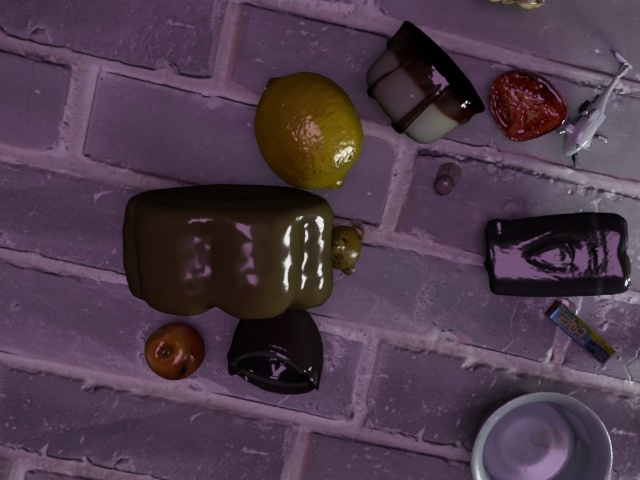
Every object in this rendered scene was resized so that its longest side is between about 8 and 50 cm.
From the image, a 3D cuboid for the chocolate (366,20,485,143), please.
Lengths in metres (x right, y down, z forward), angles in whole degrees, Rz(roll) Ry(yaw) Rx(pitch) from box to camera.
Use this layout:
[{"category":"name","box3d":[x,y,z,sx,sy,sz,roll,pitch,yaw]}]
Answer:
[{"category":"chocolate","box3d":[0.219,-0.343,1.831,0.186,0.283,0.283,-40,98,24]}]

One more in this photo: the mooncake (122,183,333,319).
[{"category":"mooncake","box3d":[-0.201,0.019,1.743,0.466,0.467,0.262,2,99,-3]}]

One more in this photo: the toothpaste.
[{"category":"toothpaste","box3d":[0.663,0.225,2.010,0.193,0.044,0.070,41,95,-7]}]

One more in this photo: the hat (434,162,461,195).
[{"category":"hat","box3d":[0.311,-0.150,1.947,0.058,0.042,0.087,37,94,-7]}]

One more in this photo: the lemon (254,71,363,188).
[{"category":"lemon","box3d":[-0.026,-0.249,1.818,0.267,0.267,0.268,0,97,-2]}]

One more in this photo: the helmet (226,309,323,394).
[{"category":"helmet","box3d":[-0.100,0.248,1.897,0.224,0.305,0.177,8,68,2]}]

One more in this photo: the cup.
[{"category":"cup","box3d":[0.527,0.520,1.983,0.347,0.163,0.347,0,97,-2]}]

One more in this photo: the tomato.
[{"category":"tomato","box3d":[0.495,-0.334,1.903,0.166,0.082,0.174,-23,101,33]}]

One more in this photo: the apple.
[{"category":"apple","box3d":[-0.353,0.271,1.931,0.146,0.146,0.147,0,97,-2]}]

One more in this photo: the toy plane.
[{"category":"toy plane","box3d":[0.672,-0.315,1.913,0.273,0.107,0.182,-37,102,-2]}]

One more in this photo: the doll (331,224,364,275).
[{"category":"doll","box3d":[0.000,0.000,1.930,0.209,0.097,0.137,18,100,1]}]

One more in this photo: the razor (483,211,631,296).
[{"category":"razor","box3d":[0.571,0.035,1.931,0.348,0.113,0.205,-2,91,13]}]

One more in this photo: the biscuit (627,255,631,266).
[{"category":"biscuit","box3d":[0.693,0.065,1.999,0.175,0.026,0.124,6,96,-2]}]

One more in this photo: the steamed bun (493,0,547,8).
[{"category":"steamed bun","box3d":[0.475,-0.683,1.843,0.292,0.137,0.296,-23,92,2]}]
